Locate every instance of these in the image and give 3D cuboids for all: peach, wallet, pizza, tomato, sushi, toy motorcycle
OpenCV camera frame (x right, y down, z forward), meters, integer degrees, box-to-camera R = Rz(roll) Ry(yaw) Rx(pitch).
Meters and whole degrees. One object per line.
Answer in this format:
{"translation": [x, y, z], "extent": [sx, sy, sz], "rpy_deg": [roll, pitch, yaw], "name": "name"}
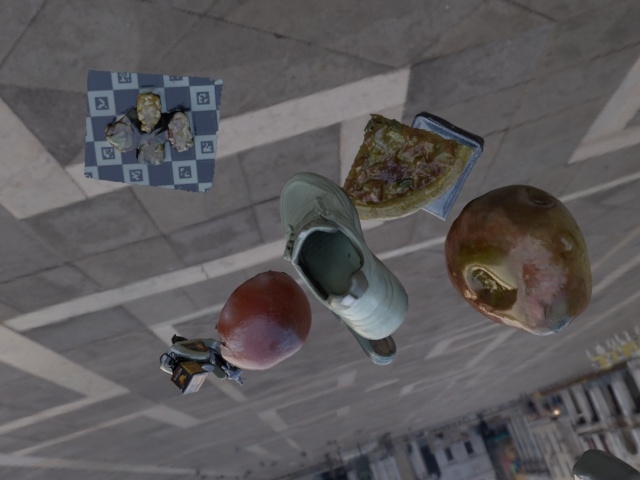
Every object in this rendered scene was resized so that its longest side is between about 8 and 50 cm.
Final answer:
{"translation": [0.310, 0.034, 1.115], "extent": [0.214, 0.235, 0.214], "rpy_deg": [-21, 149, -13], "name": "peach"}
{"translation": [0.256, -0.167, 1.650], "extent": [0.036, 0.167, 0.222], "rpy_deg": [-53, 167, -55], "name": "wallet"}
{"translation": [0.139, -0.142, 1.323], "extent": [0.292, 0.197, 0.058], "rpy_deg": [-20, -174, -5], "name": "pizza"}
{"translation": [-0.102, 0.175, 1.529], "extent": [0.228, 0.112, 0.199], "rpy_deg": [-53, 132, -16], "name": "tomato"}
{"translation": [-0.266, -0.169, 1.158], "extent": [0.210, 0.193, 0.040], "rpy_deg": [4, -161, -11], "name": "sushi"}
{"translation": [-0.295, 0.306, 1.845], "extent": [0.091, 0.157, 0.263], "rpy_deg": [-58, 154, 13], "name": "toy motorcycle"}

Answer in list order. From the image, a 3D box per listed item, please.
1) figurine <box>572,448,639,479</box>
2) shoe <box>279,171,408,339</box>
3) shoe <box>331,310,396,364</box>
{"translation": [0.324, 0.327, 0.615], "extent": [0.167, 0.342, 0.285], "rpy_deg": [-56, 175, -11], "name": "figurine"}
{"translation": [0.000, 0.000, 1.065], "extent": [0.124, 0.316, 0.159], "rpy_deg": [-44, 147, 11], "name": "shoe"}
{"translation": [0.088, 0.147, 1.419], "extent": [0.079, 0.195, 0.078], "rpy_deg": [-12, 149, -41], "name": "shoe"}
